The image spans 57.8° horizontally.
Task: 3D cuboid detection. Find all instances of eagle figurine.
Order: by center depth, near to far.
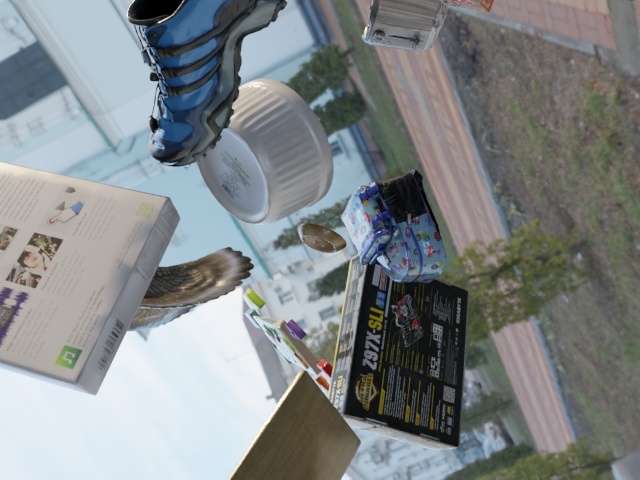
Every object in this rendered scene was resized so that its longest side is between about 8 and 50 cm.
[{"bbox_3d":[-0.287,0.065,0.935,0.298,0.225,0.226,26,-166,-26],"label":"eagle figurine"}]

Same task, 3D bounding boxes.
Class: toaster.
[{"bbox_3d":[0.178,-0.485,1.157,0.129,0.146,0.227,110,175,-71],"label":"toaster"}]

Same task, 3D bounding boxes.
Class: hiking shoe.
[{"bbox_3d":[-0.146,-0.206,0.609,0.132,0.304,0.113,3,-134,-36],"label":"hiking shoe"}]

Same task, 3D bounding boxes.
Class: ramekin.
[{"bbox_3d":[-0.092,-0.120,0.851,0.207,0.109,0.207,30,140,29],"label":"ramekin"}]

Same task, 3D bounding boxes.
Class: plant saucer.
[{"bbox_3d":[0.000,0.000,0.924,0.015,0.083,0.083,-69,-29,-23],"label":"plant saucer"}]

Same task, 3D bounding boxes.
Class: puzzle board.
[{"bbox_3d":[-0.023,0.183,0.459,0.128,0.011,0.096,-52,-61,-35],"label":"puzzle board"}]

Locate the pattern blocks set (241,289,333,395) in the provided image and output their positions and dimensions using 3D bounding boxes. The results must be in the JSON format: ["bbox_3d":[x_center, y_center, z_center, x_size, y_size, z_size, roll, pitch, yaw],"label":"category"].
[{"bbox_3d":[-0.068,0.218,1.218,0.285,0.026,0.325,49,162,-1],"label":"pattern blocks set"}]

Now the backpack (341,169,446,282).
[{"bbox_3d":[0.126,-0.005,0.958,0.173,0.117,0.158,67,161,13],"label":"backpack"}]

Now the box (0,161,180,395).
[{"bbox_3d":[-0.356,0.024,0.671,0.058,0.322,0.232,85,-159,-60],"label":"box"}]

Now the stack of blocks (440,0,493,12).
[{"bbox_3d":[0.241,-0.522,0.870,0.087,0.297,0.171,27,-163,32],"label":"stack of blocks"}]

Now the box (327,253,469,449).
[{"bbox_3d":[0.157,0.209,1.110,0.257,0.079,0.322,21,-118,-21],"label":"box"}]
